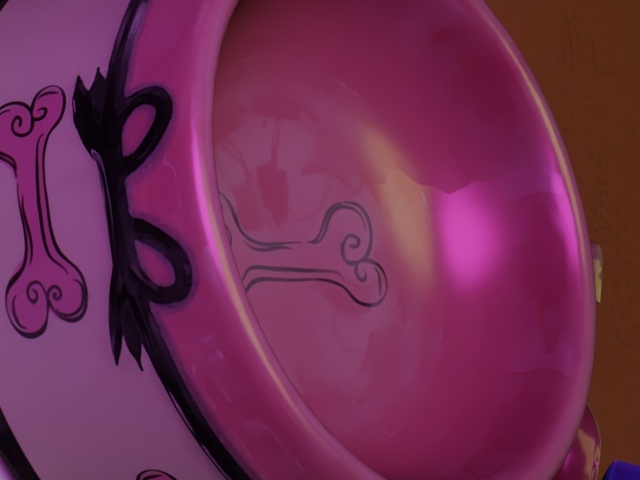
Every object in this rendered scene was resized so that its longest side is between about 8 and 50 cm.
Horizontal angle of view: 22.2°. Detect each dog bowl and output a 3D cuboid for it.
[{"bbox_3d":[0.000,0.000,0.891,0.408,0.150,0.408,22,60,-44],"label":"dog bowl"}]

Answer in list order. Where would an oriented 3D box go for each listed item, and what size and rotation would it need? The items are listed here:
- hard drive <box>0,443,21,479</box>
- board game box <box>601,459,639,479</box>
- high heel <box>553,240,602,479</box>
[{"bbox_3d":[-0.246,-0.008,0.757,0.353,0.047,0.233,56,42,-20],"label":"hard drive"},{"bbox_3d":[0.160,0.340,0.970,0.078,0.233,0.347,14,57,3],"label":"board game box"},{"bbox_3d":[0.137,0.103,1.158,0.117,0.082,0.244,10,80,-17],"label":"high heel"}]
